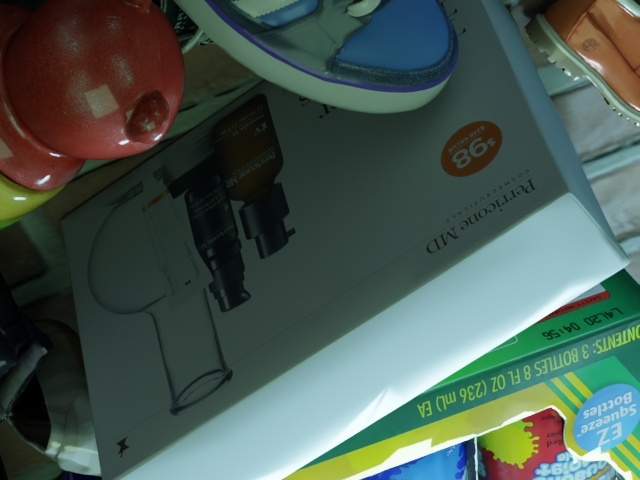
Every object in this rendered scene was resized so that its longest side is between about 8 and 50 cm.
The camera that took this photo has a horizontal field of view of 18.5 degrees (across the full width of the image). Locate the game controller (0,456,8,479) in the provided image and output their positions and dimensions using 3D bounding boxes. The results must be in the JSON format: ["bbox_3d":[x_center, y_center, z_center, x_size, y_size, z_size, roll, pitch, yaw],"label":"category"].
[{"bbox_3d":[-0.309,0.272,1.626,0.166,0.067,0.319,5,121,30],"label":"game controller"}]

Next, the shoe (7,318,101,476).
[{"bbox_3d":[-0.208,0.114,1.492,0.058,0.219,0.076,3,107,-26],"label":"shoe"}]

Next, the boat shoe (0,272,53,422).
[{"bbox_3d":[-0.348,0.128,1.473,0.340,0.158,0.127,-46,168,24],"label":"boat shoe"}]

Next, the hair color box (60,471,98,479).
[{"bbox_3d":[-0.223,0.367,1.796,0.185,0.110,0.339,17,127,-31],"label":"hair color box"}]

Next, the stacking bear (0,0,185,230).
[{"bbox_3d":[-0.209,-0.080,1.243,0.289,0.175,0.164,-16,162,32],"label":"stacking bear"}]

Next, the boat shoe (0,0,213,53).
[{"bbox_3d":[-0.106,-0.171,1.326,0.301,0.102,0.108,10,128,-24],"label":"boat shoe"}]

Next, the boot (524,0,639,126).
[{"bbox_3d":[0.237,-0.144,1.490,0.158,0.059,0.084,32,112,-36],"label":"boot"}]

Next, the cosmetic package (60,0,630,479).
[{"bbox_3d":[0.000,0.000,1.393,0.377,0.284,0.097,-33,133,14],"label":"cosmetic package"}]

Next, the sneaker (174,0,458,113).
[{"bbox_3d":[-0.006,-0.226,1.202,0.323,0.130,0.236,34,143,-12],"label":"sneaker"}]

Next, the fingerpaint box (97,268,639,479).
[{"bbox_3d":[0.061,0.232,1.627,0.445,0.163,0.371,-18,126,-14],"label":"fingerpaint box"}]
